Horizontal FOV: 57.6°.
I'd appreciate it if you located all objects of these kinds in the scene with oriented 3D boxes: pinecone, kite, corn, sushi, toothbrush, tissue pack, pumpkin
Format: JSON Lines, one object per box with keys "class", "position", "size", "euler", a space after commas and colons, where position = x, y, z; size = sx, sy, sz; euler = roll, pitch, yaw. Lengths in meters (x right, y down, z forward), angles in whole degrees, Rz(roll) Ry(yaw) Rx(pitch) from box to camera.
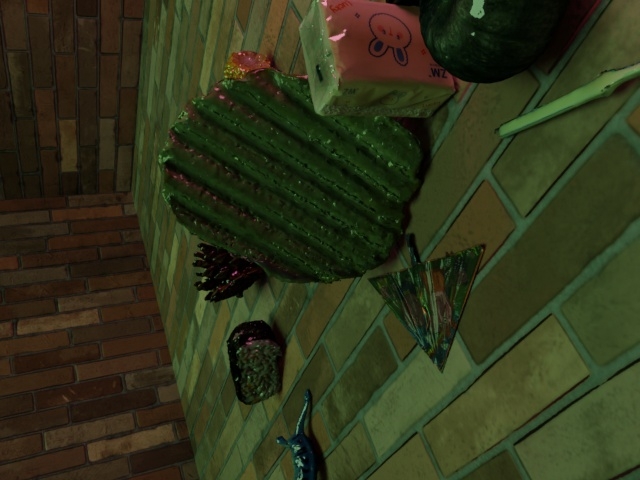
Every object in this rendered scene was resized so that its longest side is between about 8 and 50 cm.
{"class": "pinecone", "position": [-0.262, 0.072, 1.602], "size": [0.207, 0.207, 0.208], "euler": [25, 118, 60]}
{"class": "kite", "position": [0.170, 0.100, 0.942], "size": [0.321, 0.016, 0.234], "euler": [-27, 71, 63]}
{"class": "corn", "position": [-0.190, -0.266, 1.452], "size": [0.144, 0.143, 0.388], "euler": [45, 135, 52]}
{"class": "sushi", "position": [-0.182, 0.334, 1.586], "size": [0.126, 0.136, 0.225], "euler": [-116, 26, -51]}
{"class": "toothbrush", "position": [0.287, -0.157, 0.625], "size": [0.294, 0.028, 0.026], "euler": [-13, 63, 64]}
{"class": "tissue pack", "position": [0.082, -0.258, 0.831], "size": [0.092, 0.196, 0.149], "euler": [-35, 63, 59]}
{"class": "pumpkin", "position": [0.187, -0.287, 0.657], "size": [0.211, 0.152, 0.212], "euler": [179, 90, -65]}

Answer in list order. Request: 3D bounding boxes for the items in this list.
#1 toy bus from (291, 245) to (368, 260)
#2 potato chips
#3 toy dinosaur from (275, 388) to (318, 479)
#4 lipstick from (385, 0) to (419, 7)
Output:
{"class": "toy bus", "position": [0.000, -0.001, 1.166], "size": [0.274, 0.112, 0.090], "euler": [0, 89, 64]}
{"class": "potato chips", "position": [-0.048, -0.104, 0.955], "size": [0.359, 0.429, 0.070], "euler": [-58, 5, 22]}
{"class": "toy dinosaur", "position": [-0.043, 0.539, 1.421], "size": [0.144, 0.076, 0.329], "euler": [-36, 54, 53]}
{"class": "lipstick", "position": [0.108, -0.549, 0.846], "size": [0.077, 0.077, 0.419], "euler": [-8, 88, 64]}
